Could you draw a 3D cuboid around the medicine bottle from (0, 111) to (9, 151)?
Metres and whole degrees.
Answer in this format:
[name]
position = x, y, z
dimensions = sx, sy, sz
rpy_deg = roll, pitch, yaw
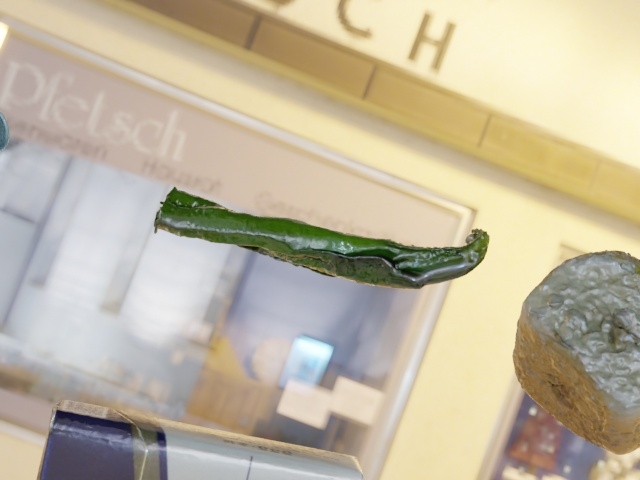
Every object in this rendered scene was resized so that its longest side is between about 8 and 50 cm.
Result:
[medicine bottle]
position = -0.366, -0.078, 1.170
dimensions = 0.209, 0.053, 0.090
rpy_deg = -10, -30, 28

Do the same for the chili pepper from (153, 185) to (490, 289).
[chili pepper]
position = 0.000, 0.000, 1.441
dimensions = 0.359, 0.076, 0.085
rpy_deg = 9, 16, 0

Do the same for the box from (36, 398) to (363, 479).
[box]
position = -0.108, 0.235, 1.089
dimensions = 0.259, 0.168, 0.071
rpy_deg = 11, 6, -8

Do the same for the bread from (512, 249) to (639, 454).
[bread]
position = 0.333, 0.117, 1.504
dimensions = 0.195, 0.176, 0.246
rpy_deg = 42, -14, 21
